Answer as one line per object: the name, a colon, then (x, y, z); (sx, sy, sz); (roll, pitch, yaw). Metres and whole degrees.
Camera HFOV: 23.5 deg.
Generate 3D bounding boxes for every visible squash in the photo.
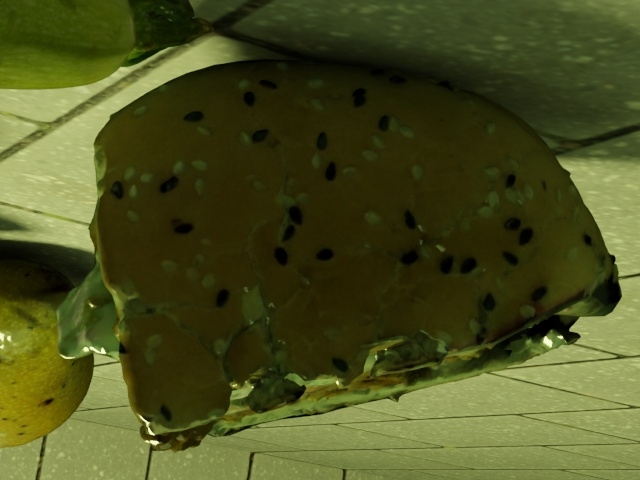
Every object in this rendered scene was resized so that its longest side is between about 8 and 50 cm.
squash: (-0.136, -0.099, 0.655); (0.200, 0.075, 0.090); (15, 140, -33)

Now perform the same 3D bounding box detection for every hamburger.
hamburger: (0.000, 0.000, 0.796); (0.288, 0.192, 0.167); (-15, 178, -12)

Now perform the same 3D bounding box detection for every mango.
mango: (-0.312, 0.105, 1.473); (0.177, 0.175, 0.329); (-21, 170, -13)
